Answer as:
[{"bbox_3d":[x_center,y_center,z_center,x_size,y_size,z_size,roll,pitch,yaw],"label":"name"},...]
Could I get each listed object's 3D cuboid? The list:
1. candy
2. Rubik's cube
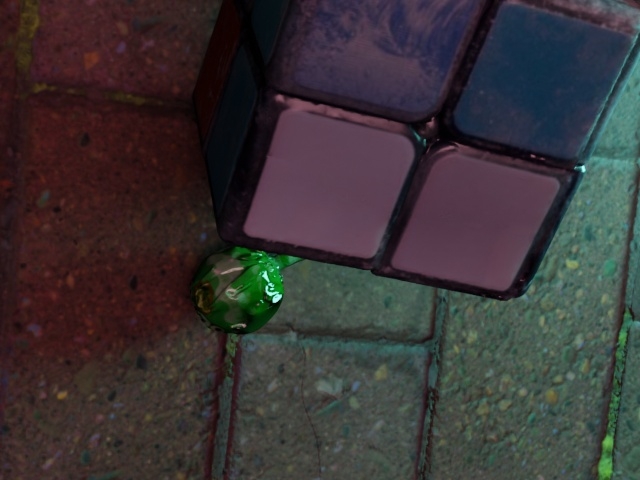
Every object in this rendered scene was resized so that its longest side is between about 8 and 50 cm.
[{"bbox_3d":[-0.001,-0.002,1.240,0.323,0.097,0.097,-31,104,-21],"label":"candy"},{"bbox_3d":[0.073,-0.169,1.065,0.313,0.316,0.318,11,118,-18],"label":"Rubik's cube"}]
